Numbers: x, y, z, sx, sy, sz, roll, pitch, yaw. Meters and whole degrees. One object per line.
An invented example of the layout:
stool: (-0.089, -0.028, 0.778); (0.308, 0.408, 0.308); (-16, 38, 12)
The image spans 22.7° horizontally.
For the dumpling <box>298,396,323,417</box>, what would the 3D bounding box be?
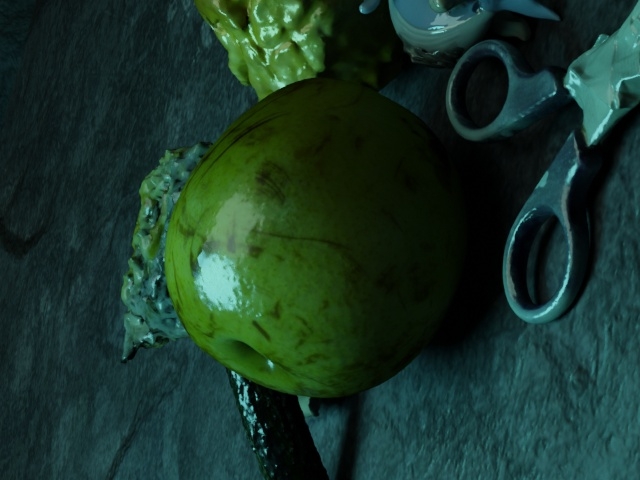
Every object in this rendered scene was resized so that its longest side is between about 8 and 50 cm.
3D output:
dumpling: (-0.021, 0.111, 1.606); (0.127, 0.108, 0.188); (56, 135, 27)

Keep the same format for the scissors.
scissors: (0.223, -0.121, 1.194); (0.383, 0.029, 0.256); (-46, 50, 47)

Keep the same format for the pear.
pear: (0.000, 0.000, 1.405); (0.283, 0.283, 0.283); (-170, 90, -67)

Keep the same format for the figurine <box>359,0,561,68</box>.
figurine: (0.122, -0.237, 1.388); (0.208, 0.128, 0.184); (37, 113, 56)

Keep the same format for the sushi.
sushi: (-0.150, 0.015, 1.890); (0.184, 0.139, 0.274); (-130, 51, -65)

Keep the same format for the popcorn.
popcorn: (-0.005, -0.245, 1.553); (0.190, 0.250, 0.250); (27, 106, 45)

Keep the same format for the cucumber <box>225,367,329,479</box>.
cucumber: (-0.040, 0.188, 1.543); (0.067, 0.067, 0.245); (-9, 101, 66)
